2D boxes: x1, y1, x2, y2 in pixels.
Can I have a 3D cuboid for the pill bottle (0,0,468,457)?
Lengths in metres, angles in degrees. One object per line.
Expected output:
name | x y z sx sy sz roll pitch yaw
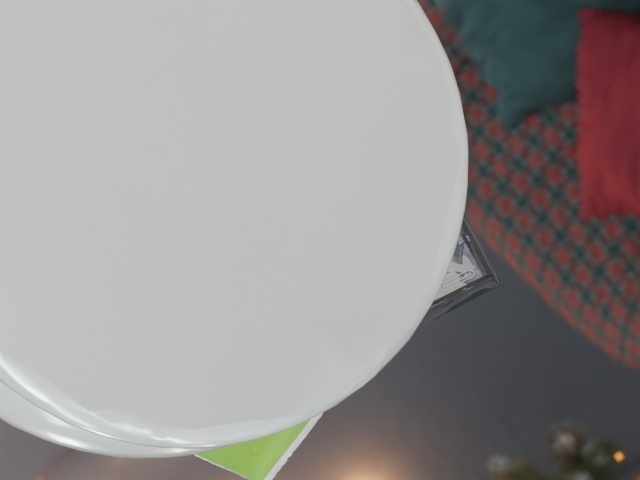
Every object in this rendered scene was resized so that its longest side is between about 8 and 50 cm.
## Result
pill bottle | -0.076 -0.023 0.674 0.204 0.204 0.361 55 170 -8

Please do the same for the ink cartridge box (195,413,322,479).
ink cartridge box | -0.096 0.010 1.011 0.255 0.189 0.097 28 -154 -17

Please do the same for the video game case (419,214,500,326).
video game case | 0.000 0.000 1.674 0.248 0.275 0.035 65 -176 27
